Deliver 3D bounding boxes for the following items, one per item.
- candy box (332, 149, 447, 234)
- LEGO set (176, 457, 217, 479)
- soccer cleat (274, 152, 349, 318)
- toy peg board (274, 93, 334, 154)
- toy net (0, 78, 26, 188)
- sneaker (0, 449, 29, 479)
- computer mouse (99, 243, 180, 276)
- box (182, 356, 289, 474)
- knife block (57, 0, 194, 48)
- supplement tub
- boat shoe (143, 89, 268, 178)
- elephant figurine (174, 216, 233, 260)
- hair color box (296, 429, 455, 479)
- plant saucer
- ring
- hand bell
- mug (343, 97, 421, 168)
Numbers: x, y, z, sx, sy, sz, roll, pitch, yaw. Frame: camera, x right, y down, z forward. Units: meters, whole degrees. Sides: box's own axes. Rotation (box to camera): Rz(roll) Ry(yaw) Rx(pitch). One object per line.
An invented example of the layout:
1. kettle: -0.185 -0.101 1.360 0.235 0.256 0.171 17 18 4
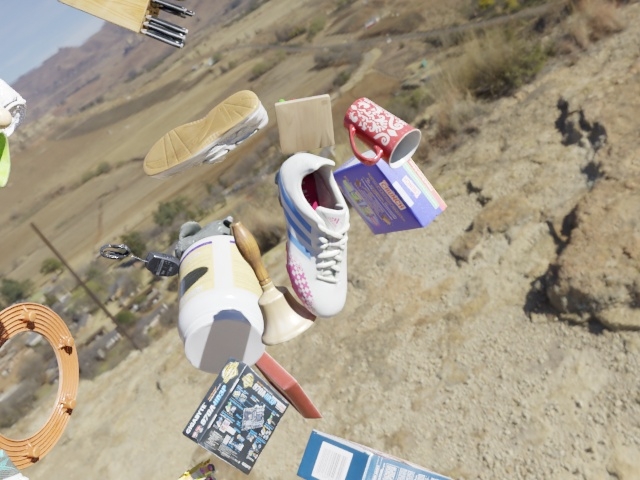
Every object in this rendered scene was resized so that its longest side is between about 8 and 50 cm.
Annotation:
1. candy box: 0.207 -0.160 1.957 0.122 0.268 0.317 -43 13 -19
2. LEGO set: -0.273 0.541 1.255 0.132 0.107 0.287 -39 -14 13
3. soccer cleat: 0.000 0.000 1.150 0.116 0.331 0.143 -22 15 -33
4. toy peg board: -0.051 -0.355 1.807 0.161 0.161 0.079 -12 38 -6
5. toy net: -0.402 -0.123 0.773 0.045 0.122 0.232 -1 39 -13
6. sneaker: -0.506 0.353 0.899 0.065 0.076 0.166 -34 -12 -3
7. computer mouse: -0.528 0.051 1.810 0.071 0.242 0.041 -59 26 27
8. box: -0.166 0.366 1.260 0.051 0.220 0.175 17 64 34
9. knife block: -0.452 -0.536 1.468 0.276 0.242 0.088 -23 8 9
10. supplement tub: -0.266 0.170 1.658 0.241 0.241 0.331 -29 38 11
11. boat shoe: -0.229 -0.195 1.252 0.277 0.096 0.098 -28 58 8
12. elephant figurine: -0.432 0.021 2.130 0.239 0.186 0.169 -11 8 -26
13. hair color box: 0.132 0.518 1.331 0.174 0.347 0.105 6 69 45
14. plant saucer: -0.126 0.441 1.914 0.048 0.259 0.258 -42 48 -16
15. ring: -0.598 0.297 1.256 0.032 0.336 0.336 -4 33 14
16. hand bell: -0.114 0.073 1.210 0.126 0.242 0.126 -24 15 7
17. mug: 0.135 -0.265 1.486 0.150 0.169 0.113 -20 -36 -46
